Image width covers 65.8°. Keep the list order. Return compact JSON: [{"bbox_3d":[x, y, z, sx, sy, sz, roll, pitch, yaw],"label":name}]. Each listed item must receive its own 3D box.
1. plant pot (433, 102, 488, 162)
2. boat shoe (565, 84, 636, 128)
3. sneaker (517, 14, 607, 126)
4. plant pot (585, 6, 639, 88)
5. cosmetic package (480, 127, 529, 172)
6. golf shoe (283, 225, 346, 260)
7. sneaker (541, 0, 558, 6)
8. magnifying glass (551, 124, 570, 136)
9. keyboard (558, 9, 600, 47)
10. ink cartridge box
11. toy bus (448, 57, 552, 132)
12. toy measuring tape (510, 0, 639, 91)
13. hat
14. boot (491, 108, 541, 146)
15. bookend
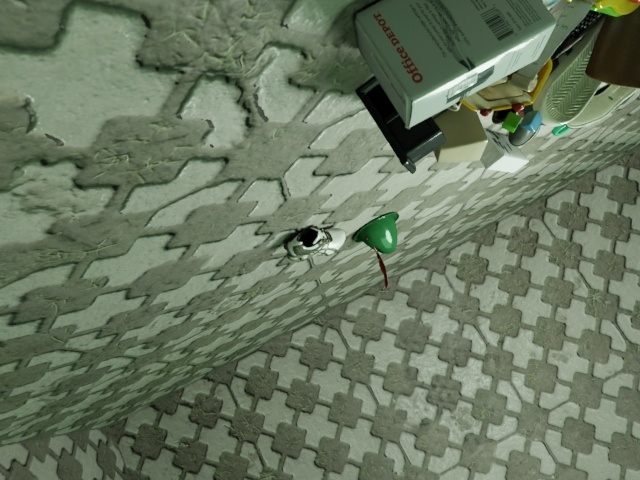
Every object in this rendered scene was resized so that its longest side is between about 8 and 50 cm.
[{"bbox_3d":[0.297,-0.231,1.097,0.096,0.108,0.109,-17,164,4],"label":"plant pot"},{"bbox_3d":[0.846,-0.404,1.501,0.233,0.084,0.079,-32,163,3],"label":"boat shoe"},{"bbox_3d":[0.568,-0.382,1.067,0.350,0.131,0.148,-40,-169,-2],"label":"sneaker"},{"bbox_3d":[0.596,-0.401,0.847,0.216,0.215,0.230,-21,125,-25],"label":"plant pot"},{"bbox_3d":[0.500,-0.248,1.379,0.060,0.098,0.239,-39,162,33],"label":"cosmetic package"},{"bbox_3d":[0.000,0.000,1.349,0.198,0.077,0.094,-19,161,-32],"label":"golf shoe"},{"bbox_3d":[0.314,-0.389,0.662,0.092,0.087,0.229,-31,162,14],"label":"sneaker"},{"bbox_3d":[0.873,-0.408,1.639,0.231,0.026,0.092,-28,164,-5],"label":"magnifying glass"},{"bbox_3d":[0.522,-0.437,0.973,0.180,0.023,0.108,-37,162,29],"label":"keyboard"},{"bbox_3d":[0.171,-0.272,0.664,0.209,0.153,0.087,-28,165,0],"label":"ink cartridge box"},{"bbox_3d":[0.316,-0.298,0.897,0.104,0.202,0.191,-60,154,0],"label":"toy bus"},{"bbox_3d":[0.436,-0.364,0.785,0.330,0.121,0.121,-55,157,12],"label":"toy measuring tape"},{"bbox_3d":[0.228,0.032,1.628,0.173,0.183,0.208,-31,164,7],"label":"hat"},{"bbox_3d":[0.498,-0.305,1.246,0.209,0.076,0.189,-23,150,-41],"label":"boot"},{"bbox_3d":[0.167,-0.220,0.805,0.156,0.157,0.072,-33,164,17],"label":"bookend"}]
